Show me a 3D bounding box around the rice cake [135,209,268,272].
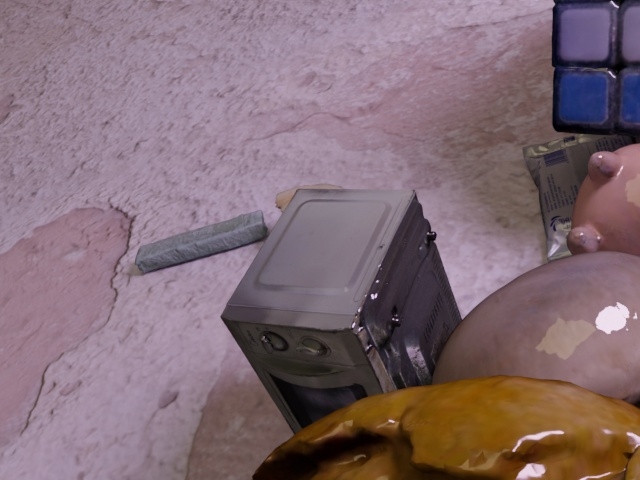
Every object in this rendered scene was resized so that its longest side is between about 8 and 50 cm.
[{"bbox_3d":[-0.143,0.001,0.998,0.170,0.029,0.033,-17,36,11],"label":"rice cake"}]

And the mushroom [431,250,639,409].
[{"bbox_3d":[0.193,0.121,0.580,0.207,0.207,0.215,-33,73,-10],"label":"mushroom"}]

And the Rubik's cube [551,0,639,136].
[{"bbox_3d":[0.387,-0.245,0.722,0.293,0.287,0.292,10,22,37],"label":"Rubik's cube"}]

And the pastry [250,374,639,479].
[{"bbox_3d":[0.090,0.232,0.363,0.356,0.164,0.356,-3,83,27],"label":"pastry"}]

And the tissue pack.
[{"bbox_3d":[0.276,-0.052,0.837,0.122,0.026,0.193,-13,40,15],"label":"tissue pack"}]

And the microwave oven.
[{"bbox_3d":[0.039,0.079,0.670,0.129,0.205,0.163,4,47,31],"label":"microwave oven"}]

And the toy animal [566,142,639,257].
[{"bbox_3d":[0.324,0.004,0.650,0.250,0.154,0.166,17,96,30],"label":"toy animal"}]

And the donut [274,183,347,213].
[{"bbox_3d":[0.004,0.001,0.891,0.108,0.065,0.166,-14,39,14],"label":"donut"}]
